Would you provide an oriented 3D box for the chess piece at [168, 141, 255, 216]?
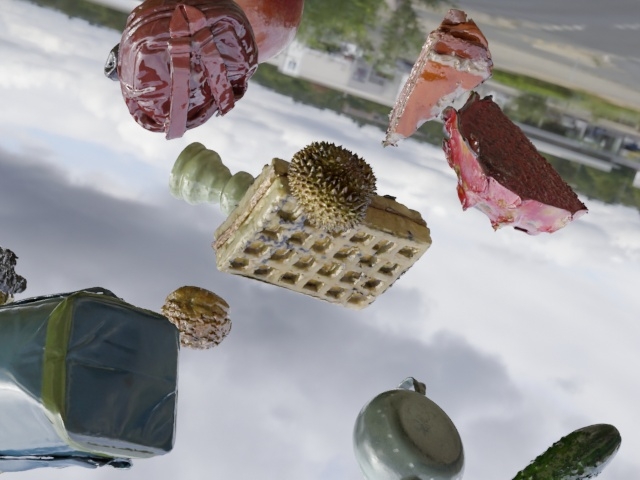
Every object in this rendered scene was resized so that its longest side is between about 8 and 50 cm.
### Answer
[{"bbox_3d":[-0.200,-0.110,1.959,0.251,0.144,0.144,26,-167,14],"label":"chess piece"}]

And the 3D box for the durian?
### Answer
[{"bbox_3d":[0.019,-0.090,1.421,0.168,0.137,0.158,47,-168,9],"label":"durian"}]

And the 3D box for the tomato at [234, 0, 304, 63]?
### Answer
[{"bbox_3d":[-0.154,-0.493,1.800,0.265,0.265,0.265,17,-169,-3],"label":"tomato"}]

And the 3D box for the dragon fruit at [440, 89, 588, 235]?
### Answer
[{"bbox_3d":[0.249,-0.097,1.304,0.161,0.126,0.274,-7,-126,-44],"label":"dragon fruit"}]

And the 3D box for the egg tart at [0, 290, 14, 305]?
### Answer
[{"bbox_3d":[-0.589,0.177,1.530,0.107,0.291,0.291,-7,-167,-4],"label":"egg tart"}]

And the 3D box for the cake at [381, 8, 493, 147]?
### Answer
[{"bbox_3d":[0.203,-0.269,1.555,0.135,0.287,0.098,17,-137,-25],"label":"cake"}]

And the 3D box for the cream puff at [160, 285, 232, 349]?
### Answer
[{"bbox_3d":[-0.265,0.171,1.835,0.165,0.115,0.150,32,141,-30],"label":"cream puff"}]

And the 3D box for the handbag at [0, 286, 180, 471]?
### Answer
[{"bbox_3d":[-0.337,0.184,1.108,0.241,0.222,0.263,-12,162,26],"label":"handbag"}]

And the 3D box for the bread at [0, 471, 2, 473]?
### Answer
[{"bbox_3d":[-0.850,0.440,2.011,0.236,0.263,0.198,-12,-173,18],"label":"bread"}]

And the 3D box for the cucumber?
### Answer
[{"bbox_3d":[0.293,0.308,1.117,0.227,0.069,0.069,-32,-152,-12],"label":"cucumber"}]

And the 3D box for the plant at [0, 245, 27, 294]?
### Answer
[{"bbox_3d":[-0.790,0.081,2.071,0.142,0.203,0.131,-7,-121,-10],"label":"plant"}]

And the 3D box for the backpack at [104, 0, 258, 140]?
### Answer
[{"bbox_3d":[-0.189,-0.259,1.222,0.229,0.229,0.139,6,-131,-45],"label":"backpack"}]

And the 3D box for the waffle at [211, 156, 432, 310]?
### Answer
[{"bbox_3d":[0.000,0.000,1.717,0.376,0.261,0.114,17,-137,-32],"label":"waffle"}]

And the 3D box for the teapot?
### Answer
[{"bbox_3d":[0.134,0.333,1.376,0.193,0.129,0.294,33,-150,-17],"label":"teapot"}]
